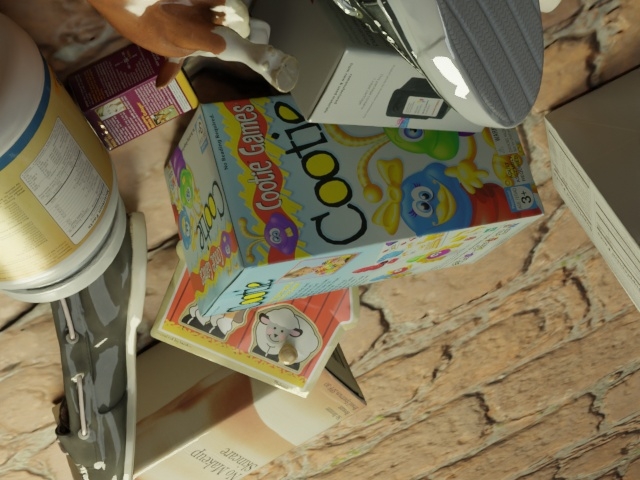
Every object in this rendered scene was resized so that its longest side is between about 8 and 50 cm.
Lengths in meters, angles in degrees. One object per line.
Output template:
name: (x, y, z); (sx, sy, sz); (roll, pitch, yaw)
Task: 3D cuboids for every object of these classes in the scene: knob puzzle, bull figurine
knob puzzle: (-0.049, 0.042, 1.077); (0.213, 0.030, 0.213); (0, 106, -2)
bull figurine: (-0.101, -0.186, 0.702); (0.101, 0.188, 0.310); (-60, 140, -12)

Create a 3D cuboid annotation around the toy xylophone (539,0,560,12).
toy xylophone: (0.124, -0.290, 0.763); (0.236, 0.081, 0.323); (17, 139, -14)

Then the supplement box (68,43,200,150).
supplement box: (-0.144, -0.116, 0.876); (0.083, 0.043, 0.055); (-27, 148, -1)

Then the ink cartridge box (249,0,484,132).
ink cartridge box: (0.051, -0.155, 0.879); (0.175, 0.127, 0.072); (-1, 138, -35)

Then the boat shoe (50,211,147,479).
boat shoe: (-0.218, 0.119, 1.051); (0.095, 0.112, 0.335); (2, 118, -11)

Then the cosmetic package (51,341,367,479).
cosmetic package: (-0.120, 0.182, 1.227); (0.296, 0.129, 0.153); (-32, 147, 9)

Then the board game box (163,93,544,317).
board game box: (0.025, -0.043, 0.971); (0.275, 0.142, 0.144); (-10, 165, -24)

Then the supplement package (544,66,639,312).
supplement package: (0.398, -0.078, 1.153); (0.261, 0.204, 0.145); (-27, 148, 0)

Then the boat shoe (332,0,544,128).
boat shoe: (0.039, -0.206, 0.742); (0.335, 0.119, 0.121); (51, 58, -35)

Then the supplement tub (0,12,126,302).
supplement tub: (-0.233, -0.054, 0.809); (0.144, 0.144, 0.200); (-25, 147, -1)
